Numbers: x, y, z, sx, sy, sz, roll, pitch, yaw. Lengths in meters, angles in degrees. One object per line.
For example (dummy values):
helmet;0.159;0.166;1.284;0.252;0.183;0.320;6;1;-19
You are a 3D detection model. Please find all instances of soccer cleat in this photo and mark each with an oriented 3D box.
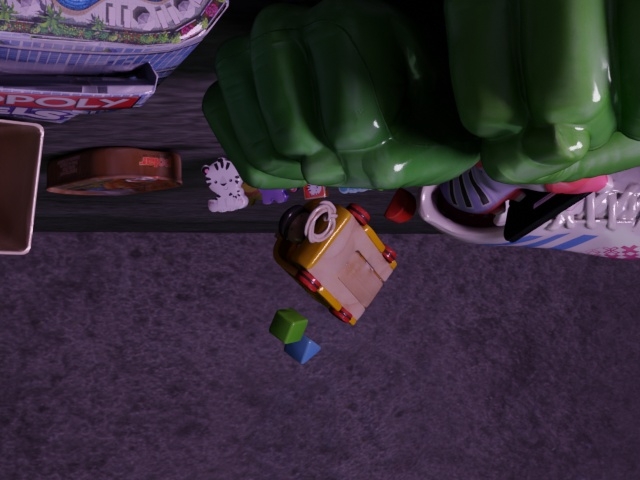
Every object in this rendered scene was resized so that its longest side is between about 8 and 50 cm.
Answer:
soccer cleat;0.258;-0.036;0.889;0.331;0.116;0.143;-1;-179;24
soccer cleat;0.142;-0.073;0.686;0.095;0.083;0.248;25;174;-14

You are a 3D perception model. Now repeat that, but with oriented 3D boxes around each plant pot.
plant pot;-0.304;-0.051;0.702;0.096;0.109;0.109;14;-172;43

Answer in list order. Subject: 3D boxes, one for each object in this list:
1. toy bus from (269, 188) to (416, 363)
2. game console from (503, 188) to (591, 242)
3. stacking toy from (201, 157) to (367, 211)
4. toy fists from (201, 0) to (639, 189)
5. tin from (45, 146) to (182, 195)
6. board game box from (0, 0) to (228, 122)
toy bus;0.001;0.009;0.938;0.104;0.202;0.191;31;-145;32
game console;0.220;-0.051;0.714;0.071;0.107;0.122;25;148;-14
stacking toy;-0.001;-0.069;0.884;0.221;0.052;0.167;-7;-176;9
toy fists;0.069;-0.068;0.381;0.279;0.096;0.142;-1;177;38
tin;-0.225;-0.073;0.926;0.106;0.040;0.189;-4;180;-42
board game box;-0.141;-0.085;0.345;0.194;0.060;0.194;1;178;-22
